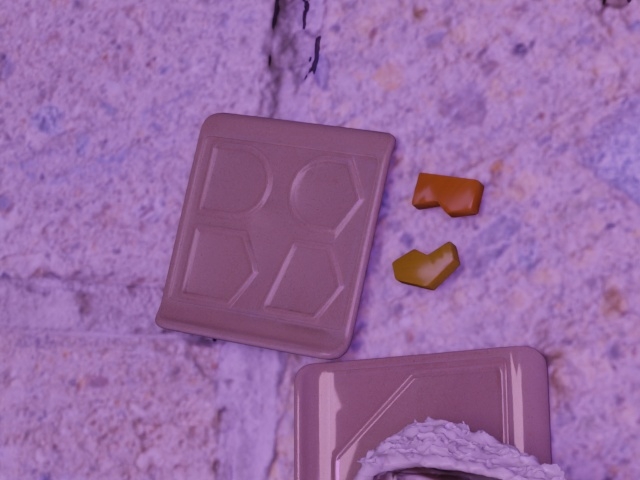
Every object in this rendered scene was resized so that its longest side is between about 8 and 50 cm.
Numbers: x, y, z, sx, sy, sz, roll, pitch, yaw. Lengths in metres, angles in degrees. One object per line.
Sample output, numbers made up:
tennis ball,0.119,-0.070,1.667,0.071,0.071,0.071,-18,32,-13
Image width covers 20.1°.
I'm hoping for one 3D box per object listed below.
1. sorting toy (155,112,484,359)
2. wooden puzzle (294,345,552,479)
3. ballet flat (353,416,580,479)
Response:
sorting toy,0.000,0.000,1.729,0.307,0.041,0.229,9,78,27
wooden puzzle,0.093,0.214,1.635,0.238,0.044,0.221,-5,76,20
ballet flat,0.190,0.258,1.453,0.409,0.147,0.147,18,87,35
